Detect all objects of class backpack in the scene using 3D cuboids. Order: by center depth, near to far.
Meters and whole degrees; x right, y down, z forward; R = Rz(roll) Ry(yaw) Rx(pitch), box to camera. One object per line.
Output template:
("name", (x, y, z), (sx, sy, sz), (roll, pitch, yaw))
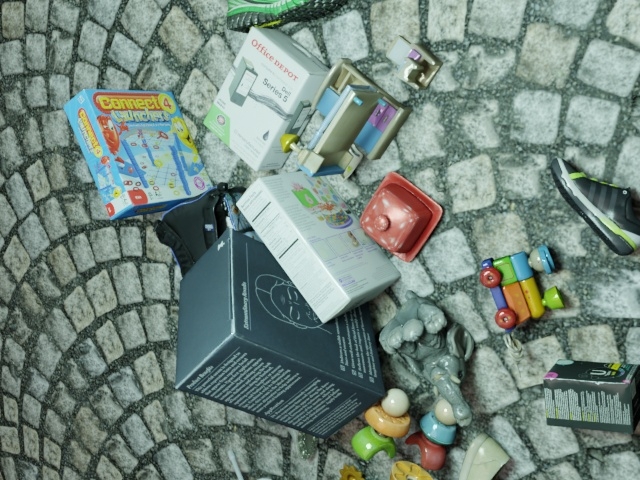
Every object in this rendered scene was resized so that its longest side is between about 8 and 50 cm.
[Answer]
("backpack", (-0.244, 0.019, 1.810), (0.276, 0.213, 0.264), (-23, 78, 39))

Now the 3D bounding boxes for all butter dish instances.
("butter dish", (0.154, -0.045, 1.600), (0.160, 0.118, 0.160), (40, 118, 19))

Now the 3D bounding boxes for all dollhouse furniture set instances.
("dollhouse furniture set", (0.046, -0.308, 1.510), (0.198, 0.303, 0.286), (42, 118, 18))

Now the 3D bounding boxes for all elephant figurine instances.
("elephant figurine", (0.252, 0.249, 1.582), (0.239, 0.186, 0.169), (47, 160, -13))

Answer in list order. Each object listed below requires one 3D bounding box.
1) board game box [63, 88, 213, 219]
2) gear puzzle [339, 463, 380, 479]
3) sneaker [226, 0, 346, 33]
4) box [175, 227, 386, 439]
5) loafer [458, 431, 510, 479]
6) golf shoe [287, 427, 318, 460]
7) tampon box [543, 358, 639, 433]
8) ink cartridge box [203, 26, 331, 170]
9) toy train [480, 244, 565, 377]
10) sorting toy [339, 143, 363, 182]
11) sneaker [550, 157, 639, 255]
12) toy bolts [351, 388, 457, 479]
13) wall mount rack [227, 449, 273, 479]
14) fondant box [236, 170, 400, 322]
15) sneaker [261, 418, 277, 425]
("board game box", (-0.441, -0.221, 1.829), (0.086, 0.308, 0.302), (-27, 85, 32))
("gear puzzle", (0.173, 0.666, 1.767), (0.339, 0.044, 0.176), (36, 126, 26))
("sneaker", (-0.082, -0.565, 1.644), (0.343, 0.134, 0.146), (-1, 98, 33))
("box", (-0.088, 0.207, 1.580), (0.212, 0.395, 0.294), (-43, 35, 30))
("loafer", (0.342, 0.555, 1.602), (0.092, 0.102, 0.269), (22, 109, 33))
("golf shoe", (-0.058, 0.469, 1.871), (0.086, 0.069, 0.176), (-9, 88, 50))
("tampon box", (0.530, 0.299, 1.425), (0.161, 0.120, 0.102), (-2, 98, 32))
("ink cartridge box", (-0.125, -0.331, 1.723), (0.198, 0.114, 0.273), (42, 118, 20))
("toy train", (0.427, 0.139, 1.482), (0.143, 0.105, 0.248), (-21, 88, 20))
("sorting toy", (0.058, -0.187, 1.682), (0.075, 0.045, 0.083), (-43, 75, 23))
("sneaker", (0.537, -0.077, 1.393), (0.097, 0.084, 0.235), (-39, 78, 7))
("toy bolts", (0.220, 0.423, 1.574), (0.218, 0.228, 0.159), (45, 119, 44))
("wall mount rack", (-0.173, 0.737, 1.952), (0.304, 0.130, 0.350), (22, 110, 23))
("fondant box", (0.000, 0.000, 1.633), (0.096, 0.238, 0.330), (-44, 75, 31))
("sneaker", (-0.116, 0.333, 1.858), (0.163, 0.086, 0.226), (25, 82, 55))
